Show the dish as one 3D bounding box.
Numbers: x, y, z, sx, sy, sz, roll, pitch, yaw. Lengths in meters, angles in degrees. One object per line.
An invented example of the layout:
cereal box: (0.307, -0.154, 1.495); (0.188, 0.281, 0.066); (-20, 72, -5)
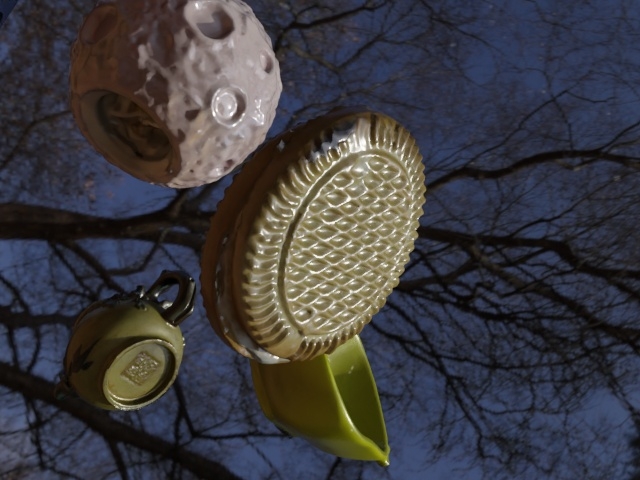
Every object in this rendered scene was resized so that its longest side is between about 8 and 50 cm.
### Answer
dish: (-0.009, 0.163, 0.985); (0.108, 0.262, 0.221); (-18, -128, 9)

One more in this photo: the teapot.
teapot: (-0.295, 0.143, 1.242); (0.269, 0.173, 0.182); (-50, -135, -5)

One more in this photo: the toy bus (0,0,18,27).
toy bus: (-0.374, -0.307, 0.947); (0.076, 0.073, 0.167); (27, -100, 11)

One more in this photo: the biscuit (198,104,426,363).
biscuit: (0.000, 0.000, 0.765); (0.079, 0.259, 0.259); (27, -66, 38)

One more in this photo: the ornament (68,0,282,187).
ornament: (-0.170, -0.198, 1.005); (0.259, 0.225, 0.259); (21, -37, 17)
